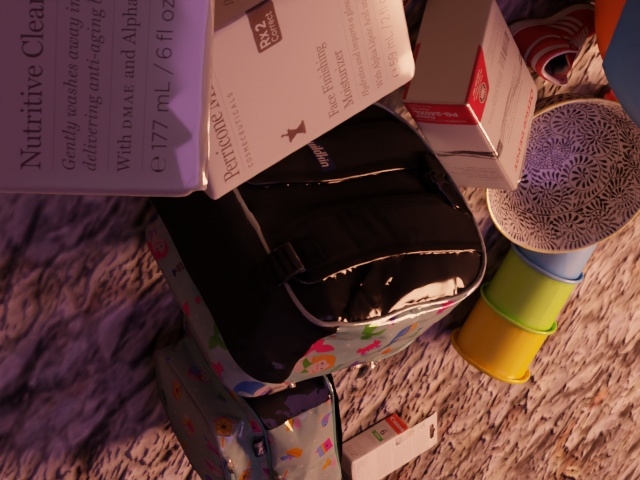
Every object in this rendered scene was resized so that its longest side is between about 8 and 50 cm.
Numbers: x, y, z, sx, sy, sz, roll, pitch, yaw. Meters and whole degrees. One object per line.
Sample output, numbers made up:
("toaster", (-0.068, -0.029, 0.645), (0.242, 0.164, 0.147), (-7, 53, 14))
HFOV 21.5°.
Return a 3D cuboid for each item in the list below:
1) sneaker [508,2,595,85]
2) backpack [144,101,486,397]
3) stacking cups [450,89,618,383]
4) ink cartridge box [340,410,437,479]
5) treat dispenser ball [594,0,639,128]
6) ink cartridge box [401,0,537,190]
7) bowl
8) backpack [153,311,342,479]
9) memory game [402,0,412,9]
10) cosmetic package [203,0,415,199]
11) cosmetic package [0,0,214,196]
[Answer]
("sneaker", (0.227, -0.178, 1.530), (0.118, 0.067, 0.042), (-19, 139, -30))
("backpack", (0.000, 0.000, 1.366), (0.253, 0.225, 0.191), (-15, 158, -41))
("stacking cups", (0.248, -0.006, 1.719), (0.096, 0.096, 0.316), (6, 119, -47))
("ink cartridge box", (0.074, 0.223, 1.833), (0.115, 0.029, 0.063), (-29, 142, -21))
("treat dispenser ball", (0.384, -0.200, 1.469), (0.288, 0.288, 0.288), (-26, 142, -23))
("ink cartridge box", (0.132, -0.126, 1.453), (0.150, 0.063, 0.109), (52, 47, -55))
("bowl", (0.229, -0.079, 1.604), (0.170, 0.080, 0.170), (-6, 125, -9))
("backpack", (-0.059, 0.155, 1.513), (0.144, 0.166, 0.188), (-32, 140, -12))
("memory game", (0.071, -0.256, 1.345), (0.186, 0.012, 0.186), (-26, 141, -23))
("cosmetic package", (-0.055, -0.161, 1.199), (0.183, 0.151, 0.151), (-33, 143, -13))
("cosmetic package", (-0.251, -0.148, 0.858), (0.385, 0.156, 0.217), (-1, 115, -11))
